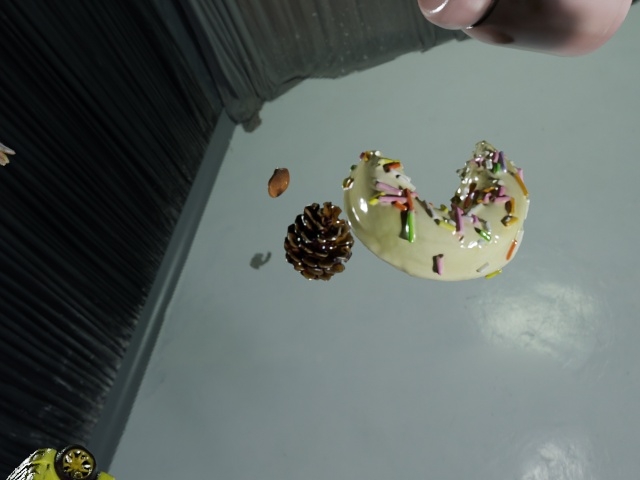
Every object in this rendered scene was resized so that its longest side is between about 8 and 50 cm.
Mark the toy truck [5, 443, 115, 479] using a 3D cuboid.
[{"bbox_3d":[-0.330,0.515,0.892,0.180,0.405,0.254,-45,23,16],"label":"toy truck"}]

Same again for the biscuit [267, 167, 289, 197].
[{"bbox_3d":[-0.112,-0.157,1.483,0.015,0.078,0.091,15,39,28],"label":"biscuit"}]

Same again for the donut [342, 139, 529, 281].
[{"bbox_3d":[0.238,-0.066,1.099,0.371,0.150,0.307,-5,55,-12],"label":"donut"}]

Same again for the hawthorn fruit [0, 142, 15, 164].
[{"bbox_3d":[-0.352,-0.085,0.324,0.276,0.307,0.276,-22,62,52],"label":"hawthorn fruit"}]

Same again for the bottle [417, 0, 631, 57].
[{"bbox_3d":[0.289,-0.387,0.813,0.297,0.206,0.173,-1,26,-21],"label":"bottle"}]

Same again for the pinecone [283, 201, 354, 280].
[{"bbox_3d":[0.001,0.000,1.460,0.179,0.204,0.184,29,27,11],"label":"pinecone"}]
